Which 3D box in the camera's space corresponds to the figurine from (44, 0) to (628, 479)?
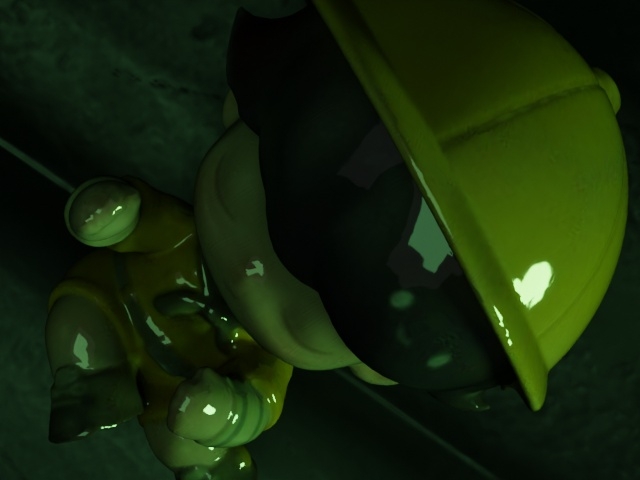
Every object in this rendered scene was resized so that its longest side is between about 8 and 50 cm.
[{"bbox_3d":[0.002,-0.003,0.697,0.256,0.167,0.192,-25,109,32],"label":"figurine"}]
